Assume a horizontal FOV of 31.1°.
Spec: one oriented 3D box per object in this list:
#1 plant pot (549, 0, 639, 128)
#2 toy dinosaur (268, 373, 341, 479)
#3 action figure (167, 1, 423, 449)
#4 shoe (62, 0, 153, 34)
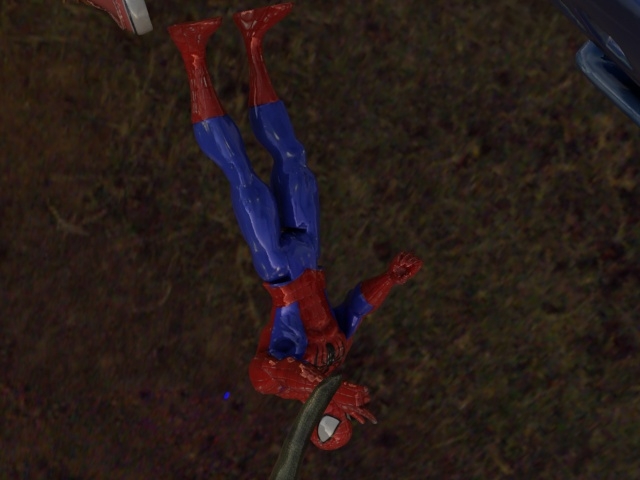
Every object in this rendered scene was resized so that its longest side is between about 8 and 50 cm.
[{"bbox_3d":[0.213,-0.121,0.444,0.236,0.212,0.236,-38,50,4],"label":"plant pot"},{"bbox_3d":[-0.084,0.150,0.361,0.064,0.118,0.268,52,43,-13],"label":"toy dinosaur"},{"bbox_3d":[0.000,0.000,0.686,0.091,0.139,0.280,-22,106,-39],"label":"action figure"},{"bbox_3d":[-0.210,-0.229,1.022,0.081,0.063,0.178,-22,48,-11],"label":"shoe"}]
